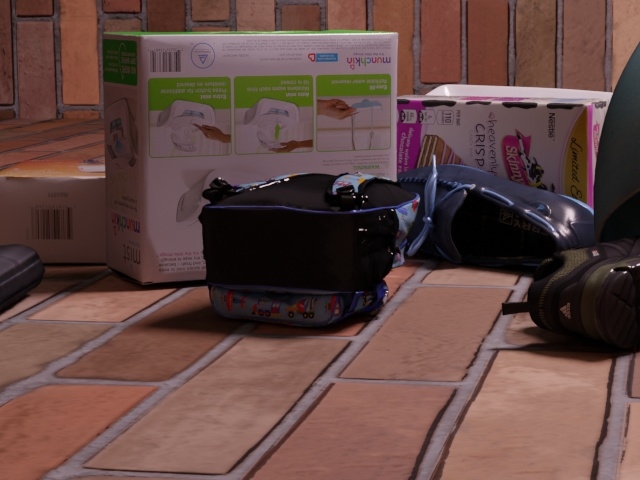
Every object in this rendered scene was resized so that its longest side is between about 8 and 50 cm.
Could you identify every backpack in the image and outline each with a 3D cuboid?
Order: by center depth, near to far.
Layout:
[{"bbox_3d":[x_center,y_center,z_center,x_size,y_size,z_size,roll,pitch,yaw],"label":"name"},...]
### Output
[{"bbox_3d":[0.000,0.000,1.457,0.158,0.117,0.173,3,9,26],"label":"backpack"}]

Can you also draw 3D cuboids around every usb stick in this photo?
[{"bbox_3d":[-0.295,0.043,1.430,0.077,0.045,0.278,1,9,6],"label":"usb stick"}]

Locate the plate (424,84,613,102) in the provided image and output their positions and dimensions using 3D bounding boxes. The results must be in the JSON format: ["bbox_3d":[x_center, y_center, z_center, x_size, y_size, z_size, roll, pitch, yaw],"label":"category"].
[{"bbox_3d":[0.208,-0.116,1.957,0.278,0.045,0.277,6,23,28],"label":"plate"}]

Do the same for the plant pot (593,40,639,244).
[{"bbox_3d":[0.364,-0.107,1.467,0.290,0.195,0.290,-5,-24,-2],"label":"plant pot"}]

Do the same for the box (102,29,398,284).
[{"bbox_3d":[-0.065,-0.084,1.651,0.262,0.231,0.127,-4,9,-23],"label":"box"}]

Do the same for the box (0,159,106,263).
[{"bbox_3d":[-0.261,-0.032,1.797,0.130,0.091,0.170,0,8,1],"label":"box"}]

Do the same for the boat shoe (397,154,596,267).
[{"bbox_3d":[0.146,-0.027,1.696,0.258,0.109,0.089,3,12,36],"label":"boat shoe"}]

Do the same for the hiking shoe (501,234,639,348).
[{"bbox_3d":[0.229,0.026,1.369,0.114,0.086,0.227,6,10,30],"label":"hiking shoe"}]

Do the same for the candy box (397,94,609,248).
[{"bbox_3d":[0.175,-0.067,1.778,0.233,0.159,0.071,3,10,27],"label":"candy box"}]
